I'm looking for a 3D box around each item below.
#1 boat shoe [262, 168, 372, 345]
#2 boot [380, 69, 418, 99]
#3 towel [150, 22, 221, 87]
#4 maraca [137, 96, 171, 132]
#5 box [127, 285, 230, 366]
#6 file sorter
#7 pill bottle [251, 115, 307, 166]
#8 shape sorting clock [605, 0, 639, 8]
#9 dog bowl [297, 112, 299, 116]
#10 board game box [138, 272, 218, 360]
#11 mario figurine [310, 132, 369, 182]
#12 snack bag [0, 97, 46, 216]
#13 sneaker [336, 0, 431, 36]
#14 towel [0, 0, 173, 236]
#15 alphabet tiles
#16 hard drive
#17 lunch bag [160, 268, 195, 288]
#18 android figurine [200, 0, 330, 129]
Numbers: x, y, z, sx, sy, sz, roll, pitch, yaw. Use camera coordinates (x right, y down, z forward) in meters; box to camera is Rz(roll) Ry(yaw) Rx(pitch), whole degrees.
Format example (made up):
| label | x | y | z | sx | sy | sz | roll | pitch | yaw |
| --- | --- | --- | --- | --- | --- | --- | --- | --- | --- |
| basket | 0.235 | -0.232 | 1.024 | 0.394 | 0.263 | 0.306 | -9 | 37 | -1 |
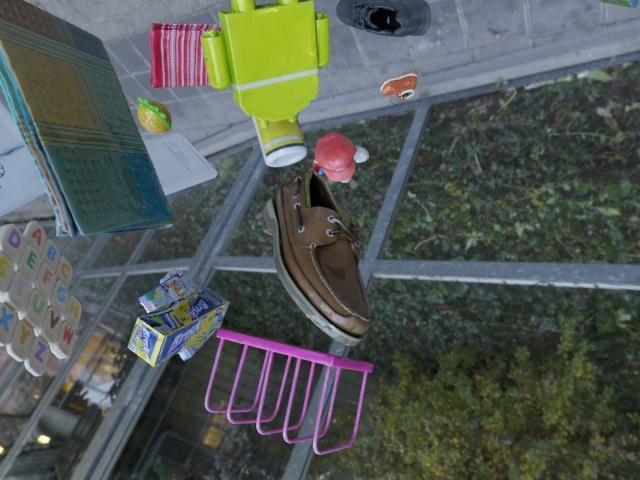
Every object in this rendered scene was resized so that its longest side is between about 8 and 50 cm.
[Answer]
| label | x | y | z | sx | sy | sz | roll | pitch | yaw |
| --- | --- | --- | --- | --- | --- | --- | --- | --- | --- |
| boat shoe | 0.000 | 0.000 | 0.631 | 0.110 | 0.104 | 0.307 | 28 | -158 | -41 |
| boot | 0.270 | -0.527 | 1.603 | 0.059 | 0.085 | 0.157 | 11 | 169 | -38 |
| towel | -0.371 | -0.547 | 1.370 | 0.031 | 0.274 | 0.199 | 58 | 146 | 28 |
| maraca | -0.561 | -0.424 | 1.547 | 0.127 | 0.099 | 0.185 | 32 | 167 | -9 |
| box | -0.217 | 0.130 | 0.723 | 0.054 | 0.059 | 0.169 | 29 | -161 | 15 |
| file sorter | -0.070 | 0.316 | 0.982 | 0.290 | 0.183 | 0.202 | 5 | 166 | 31 |
| pill bottle | -0.102 | -0.272 | 1.063 | 0.103 | 0.184 | 0.103 | -16 | 175 | -2 |
| shape sorting clock | 0.457 | -0.429 | 0.767 | 0.206 | 0.206 | 0.041 | 18 | 118 | 11 |
| dog bowl | -0.198 | -0.694 | 1.903 | 0.150 | 0.409 | 0.408 | 2 | 150 | 13 |
| board game box | -0.379 | 0.203 | 1.240 | 0.035 | 0.136 | 0.201 | -31 | 97 | 29 |
| mario figurine | 0.051 | -0.223 | 1.437 | 0.169 | 0.198 | 0.320 | 22 | -175 | -4 |
| snack bag | -0.982 | -0.236 | 1.339 | 0.037 | 0.323 | 0.343 | -19 | 110 | 39 |
| sneaker | 0.137 | -0.585 | 1.176 | 0.286 | 0.130 | 0.109 | 28 | 134 | 38 |
| towel | -0.368 | -0.182 | 0.716 | 0.040 | 0.371 | 0.271 | -23 | 180 | 12 |
| alphabet tiles | -0.562 | 0.109 | 0.913 | 0.021 | 0.278 | 0.284 | -11 | 136 | -2 |
| hard drive | -0.516 | -0.241 | 1.479 | 0.210 | 0.318 | 0.040 | 46 | 129 | 8 |
| lunch bag | -0.441 | 0.131 | 1.407 | 0.083 | 0.071 | 0.053 | 41 | 125 | -4 |
| android figurine | -0.089 | -0.339 | 0.844 | 0.056 | 0.248 | 0.273 | 47 | 152 | 45 |
